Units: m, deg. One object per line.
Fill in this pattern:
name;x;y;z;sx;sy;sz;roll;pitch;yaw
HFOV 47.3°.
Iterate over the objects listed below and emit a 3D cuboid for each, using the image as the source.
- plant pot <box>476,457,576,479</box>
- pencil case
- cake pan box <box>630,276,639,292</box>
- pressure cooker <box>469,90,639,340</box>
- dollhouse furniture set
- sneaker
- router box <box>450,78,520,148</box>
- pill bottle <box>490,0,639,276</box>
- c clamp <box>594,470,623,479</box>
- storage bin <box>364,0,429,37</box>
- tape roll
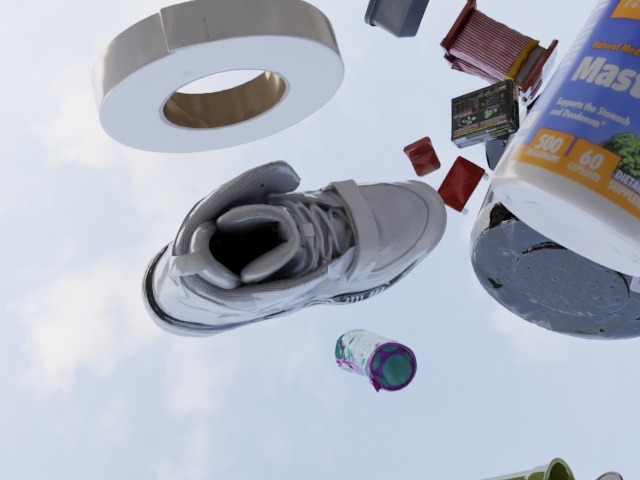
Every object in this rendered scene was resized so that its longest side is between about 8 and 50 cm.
plant pot;0.161;0.222;0.593;0.079;0.083;0.083;-16;-126;34
pencil case;0.069;0.157;0.964;0.070;0.151;0.065;-37;-81;-14
cake pan box;0.538;-0.016;0.895;0.245;0.267;0.070;19;-138;23
pressure cooker;0.492;-0.082;1.288;0.369;0.375;0.421;33;-121;-11
dollhouse furniture set;0.296;-0.263;1.471;0.201;0.152;0.374;31;-85;15
sneaker;0.000;0.000;0.758;0.365;0.210;0.138;-17;-99;-19
router box;0.294;-0.225;1.308;0.122;0.038;0.092;-14;-121;37
pill bottle;0.267;-0.121;0.577;0.152;0.152;0.272;31;-91;11
c clamp;0.402;0.423;1.093;0.022;0.137;0.161;37;-72;-4
storage bin;0.162;-0.462;1.420;0.098;0.135;0.091;-14;-131;-38
tape roll;-0.155;-0.244;1.132;0.391;0.392;0.072;-12;-103;-12
